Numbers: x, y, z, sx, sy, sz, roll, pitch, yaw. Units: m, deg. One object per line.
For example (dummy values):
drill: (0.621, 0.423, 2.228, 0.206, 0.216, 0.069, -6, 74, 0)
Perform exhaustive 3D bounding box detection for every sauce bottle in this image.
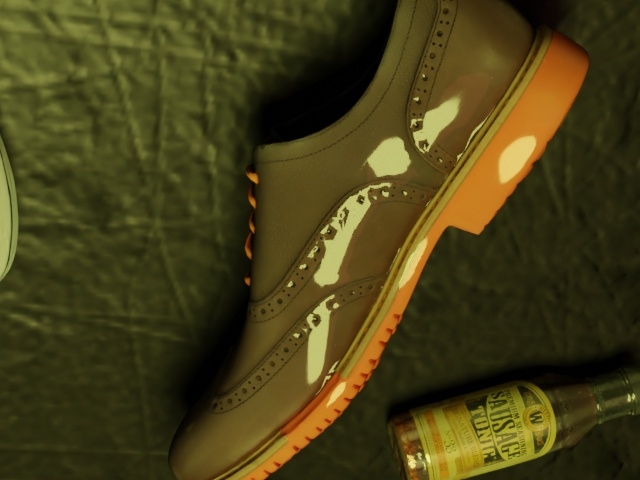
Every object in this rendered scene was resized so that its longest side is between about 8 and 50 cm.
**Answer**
sauce bottle: (0.098, 0.088, 0.875, 0.128, 0.042, 0.042, -17, 123, -5)

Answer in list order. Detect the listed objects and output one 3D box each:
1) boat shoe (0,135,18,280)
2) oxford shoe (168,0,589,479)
boat shoe: (-0.183, -0.055, 0.697, 0.083, 0.076, 0.226, -22, 123, 0)
oxford shoe: (0.000, 0.000, 0.781, 0.098, 0.097, 0.271, 34, 104, -8)
